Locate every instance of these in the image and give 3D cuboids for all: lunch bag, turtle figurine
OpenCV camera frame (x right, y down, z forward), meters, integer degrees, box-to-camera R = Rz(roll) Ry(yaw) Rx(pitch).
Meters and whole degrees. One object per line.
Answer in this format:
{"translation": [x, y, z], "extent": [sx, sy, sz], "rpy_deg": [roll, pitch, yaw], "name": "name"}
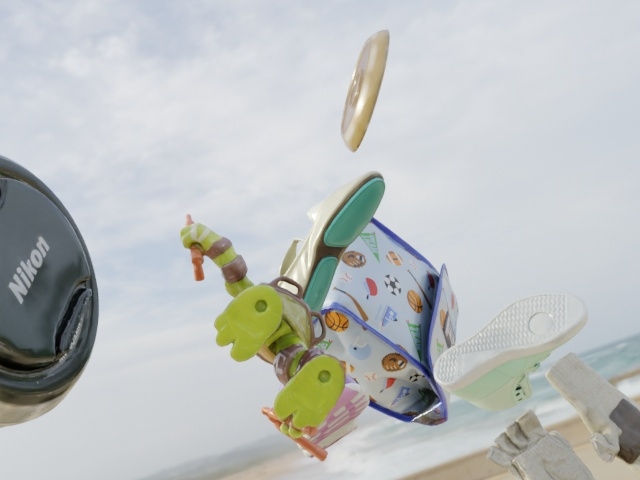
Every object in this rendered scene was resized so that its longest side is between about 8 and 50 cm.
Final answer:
{"translation": [0.144, 0.170, 1.664], "extent": [0.239, 0.385, 0.328], "rpy_deg": [-38, 22, 37], "name": "lunch bag"}
{"translation": [-0.034, 0.089, 0.665], "extent": [0.087, 0.270, 0.217], "rpy_deg": [-27, 6, -8], "name": "turtle figurine"}

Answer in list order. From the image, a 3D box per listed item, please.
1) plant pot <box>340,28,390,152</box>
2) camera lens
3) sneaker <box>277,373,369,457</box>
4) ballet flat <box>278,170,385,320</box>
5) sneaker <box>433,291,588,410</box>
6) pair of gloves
{"translation": [0.078, -0.283, 1.467], "extent": [0.032, 0.236, 0.236], "rpy_deg": [13, -20, -8], "name": "plant pot"}
{"translation": [-0.339, 0.060, 0.627], "extent": [0.274, 0.219, 0.219], "rpy_deg": [-18, -13, 19], "name": "camera lens"}
{"translation": [-0.008, 0.193, 0.948], "extent": [0.095, 0.105, 0.236], "rpy_deg": [-28, -18, -14], "name": "sneaker"}
{"translation": [0.000, 0.000, 1.088], "extent": [0.086, 0.086, 0.248], "rpy_deg": [7, -66, -61], "name": "ballet flat"}
{"translation": [0.320, 0.178, 1.220], "extent": [0.256, 0.094, 0.151], "rpy_deg": [-33, -49, 23], "name": "sneaker"}
{"translation": [0.356, 0.278, 1.041], "extent": [0.240, 0.204, 0.042], "rpy_deg": [-37, -21, -37], "name": "pair of gloves"}
